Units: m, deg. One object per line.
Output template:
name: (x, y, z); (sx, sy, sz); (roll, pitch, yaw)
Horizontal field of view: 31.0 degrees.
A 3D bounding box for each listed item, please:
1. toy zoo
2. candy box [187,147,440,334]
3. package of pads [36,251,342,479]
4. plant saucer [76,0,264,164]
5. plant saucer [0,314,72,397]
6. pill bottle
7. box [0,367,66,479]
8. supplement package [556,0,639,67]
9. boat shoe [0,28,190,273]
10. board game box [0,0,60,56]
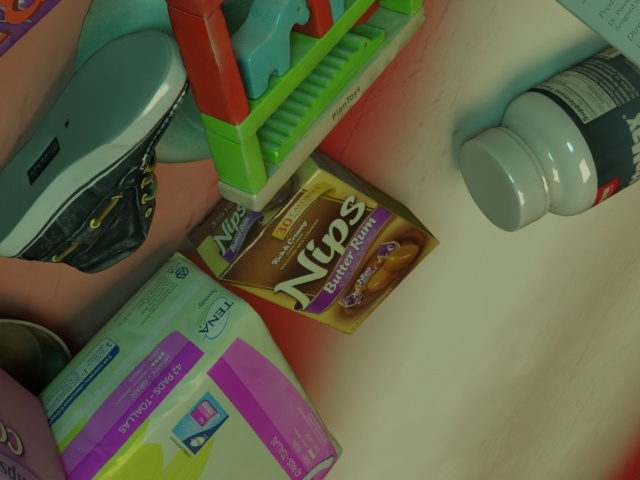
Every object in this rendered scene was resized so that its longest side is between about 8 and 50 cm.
toy zoo: (-0.014, -0.178, 0.606); (0.192, 0.030, 0.293); (-51, 149, -28)
candy box: (0.000, 0.000, 0.873); (0.109, 0.053, 0.187); (-47, 144, 11)
package of pads: (-0.112, 0.178, 0.878); (0.229, 0.101, 0.296); (-49, 149, -14)
plant saucer: (-0.052, -0.115, 0.707); (0.195, 0.037, 0.195); (-26, 144, -21)
plant saucer: (-0.250, 0.107, 0.777); (0.168, 0.029, 0.168); (-25, 142, -21)
pill bottle: (0.208, -0.082, 0.928); (0.180, 0.108, 0.108); (-29, 144, -16)
box: (-0.302, 0.145, 0.650); (0.243, 0.117, 0.213); (-30, 141, 2)
supplement package: (0.183, -0.191, 0.659); (0.139, 0.244, 0.134); (11, 122, -50)
boat shoe: (-0.119, -0.048, 0.676); (0.183, 0.065, 0.083); (-39, 143, 29)
board game box: (-0.200, -0.098, 0.440); (0.347, 0.056, 0.208); (-35, 170, 27)
